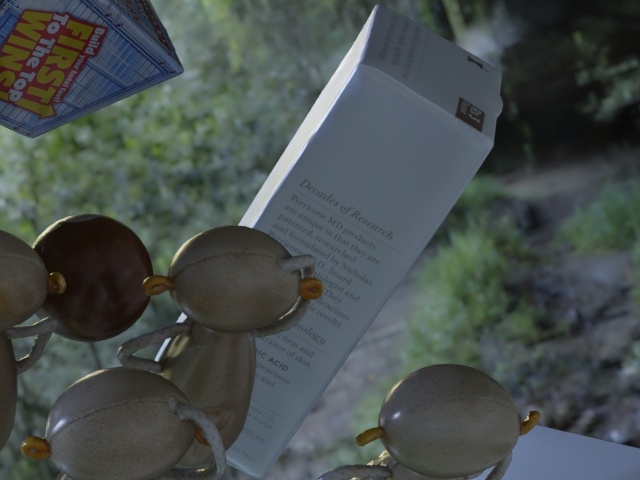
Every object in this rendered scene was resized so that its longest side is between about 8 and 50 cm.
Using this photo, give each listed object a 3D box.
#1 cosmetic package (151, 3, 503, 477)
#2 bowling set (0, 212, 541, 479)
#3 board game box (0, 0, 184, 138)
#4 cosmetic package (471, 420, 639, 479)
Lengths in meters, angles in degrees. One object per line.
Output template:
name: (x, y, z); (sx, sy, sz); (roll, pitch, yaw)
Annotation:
cosmetic package: (0.000, 0.000, 0.940); (0.231, 0.085, 0.117); (-58, 6, 22)
bowling set: (-0.089, 0.043, 0.653); (0.287, 0.200, 0.154); (-4, -37, -19)
board game box: (-0.158, -0.078, 0.653); (0.194, 0.060, 0.194); (25, -63, -40)
cosmetic package: (0.105, 0.292, 1.013); (0.155, 0.197, 0.365); (11, 36, 16)
